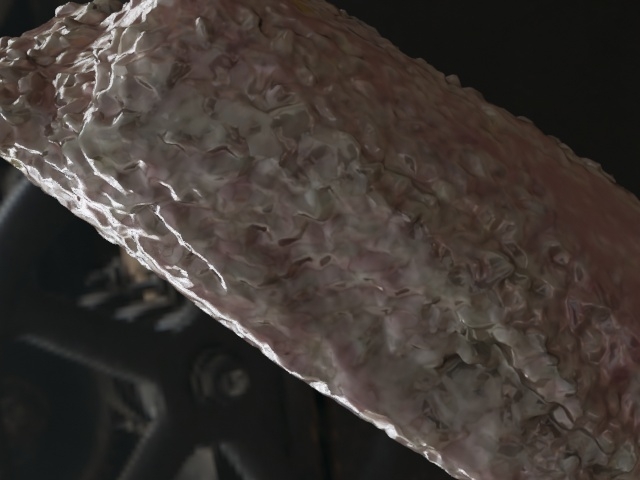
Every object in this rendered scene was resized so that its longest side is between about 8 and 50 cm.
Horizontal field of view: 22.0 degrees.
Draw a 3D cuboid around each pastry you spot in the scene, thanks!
[{"bbox_3d":[0.003,-0.011,0.493,0.103,0.265,0.112,-73,8,-60],"label":"pastry"}]
